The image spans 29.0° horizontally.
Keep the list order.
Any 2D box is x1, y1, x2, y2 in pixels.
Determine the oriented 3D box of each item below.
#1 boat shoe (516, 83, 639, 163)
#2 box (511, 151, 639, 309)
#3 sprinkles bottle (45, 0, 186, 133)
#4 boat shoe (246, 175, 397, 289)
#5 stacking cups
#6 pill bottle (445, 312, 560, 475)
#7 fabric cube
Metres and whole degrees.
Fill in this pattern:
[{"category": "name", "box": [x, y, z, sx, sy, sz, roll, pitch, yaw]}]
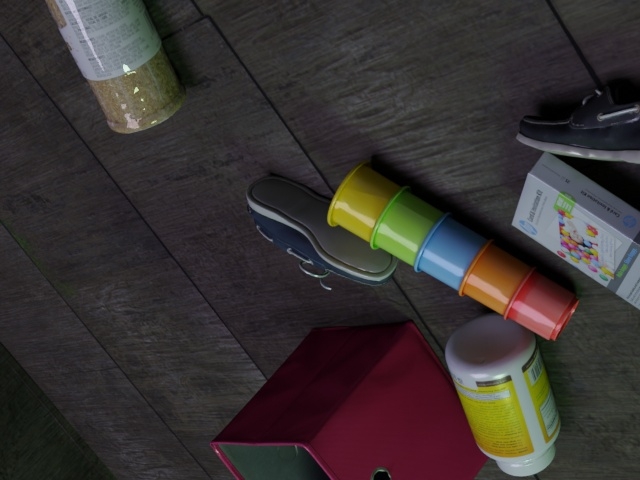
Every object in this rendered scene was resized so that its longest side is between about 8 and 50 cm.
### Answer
[{"category": "boat shoe", "box": [0.293, -0.116, 1.230, 0.233, 0.084, 0.079, 10, 98, 52]}, {"category": "box", "box": [0.300, -0.006, 1.335, 0.186, 0.038, 0.145, 36, 164, 14]}, {"category": "sprinkles bottle", "box": [-0.294, -0.312, 1.601, 0.121, 0.121, 0.355, 11, 137, 42]}, {"category": "boat shoe", "box": [0.000, 0.000, 1.665, 0.254, 0.095, 0.079, 26, 143, 29]}, {"category": "stacking cups", "box": [0.159, 0.023, 1.509, 0.316, 0.096, 0.096, 34, 148, 16]}, {"category": "pill bottle", "box": [0.243, 0.206, 1.611, 0.117, 0.117, 0.215, 13, 137, 41]}, {"category": "fabric cube", "box": [0.052, 0.299, 1.809, 0.259, 0.258, 0.254, -11, 119, 54]}]
